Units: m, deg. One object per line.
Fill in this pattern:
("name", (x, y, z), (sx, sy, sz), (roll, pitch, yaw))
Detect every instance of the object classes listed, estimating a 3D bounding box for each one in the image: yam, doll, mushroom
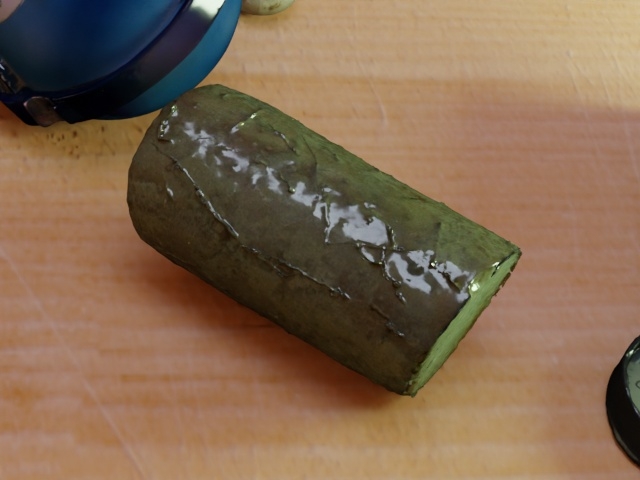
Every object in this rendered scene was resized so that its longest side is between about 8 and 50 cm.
("yam", (0.000, 0.000, 1.501), (0.304, 0.168, 0.168), (30, 46, 18))
("doll", (-0.208, -0.245, 1.658), (0.284, 0.240, 0.310), (-47, 45, 1))
("mushroom", (-0.060, -0.270, 1.819), (0.085, 0.079, 0.085), (7, 47, -7))

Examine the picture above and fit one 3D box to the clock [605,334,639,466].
("clock", (0.333, 0.140, 1.528), (0.184, 0.040, 0.184), (7, 44, -7))
